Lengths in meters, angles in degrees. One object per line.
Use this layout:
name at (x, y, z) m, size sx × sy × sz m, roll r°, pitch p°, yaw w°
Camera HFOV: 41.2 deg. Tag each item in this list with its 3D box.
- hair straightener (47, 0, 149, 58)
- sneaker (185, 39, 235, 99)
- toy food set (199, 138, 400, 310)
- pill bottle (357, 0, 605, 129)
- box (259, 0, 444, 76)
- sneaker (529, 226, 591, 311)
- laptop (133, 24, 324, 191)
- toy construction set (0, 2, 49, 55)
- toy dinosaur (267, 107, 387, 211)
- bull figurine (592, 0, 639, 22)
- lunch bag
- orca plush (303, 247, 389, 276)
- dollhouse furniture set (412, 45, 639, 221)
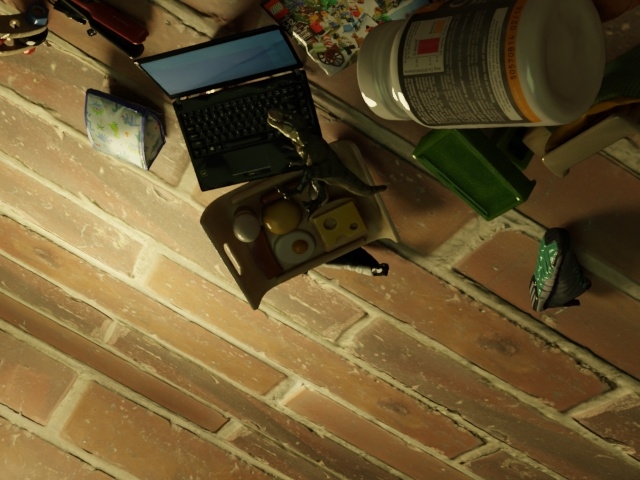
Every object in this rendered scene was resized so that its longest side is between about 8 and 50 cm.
hair straightener at (-0.406, -0.380, 1.463) m, size 0.230 × 0.047 × 0.089 m, roll 28°, pitch 146°, yaw -4°
sneaker at (-0.173, -0.271, 1.454) m, size 0.084 × 0.069 × 0.185 m, roll 16°, pitch 149°, yaw -18°
toy food set at (-0.032, -0.021, 1.528) m, size 0.306 × 0.092 × 0.219 m, roll -25°, pitch 119°, yaw 6°
pill bottle at (0.187, -0.217, 1.042) m, size 0.278 × 0.162 × 0.162 m, roll 7°, pitch 144°, yaw 47°
box at (0.042, -0.345, 1.220) m, size 0.159 × 0.044 × 0.233 m, roll 41°, pitch 143°, yaw -23°
sneaker at (0.433, 0.048, 1.493) m, size 0.098 × 0.083 × 0.223 m, roll 0°, pitch 148°, yaw 2°
laptop at (-0.133, -0.202, 1.367) m, size 0.234 × 0.136 × 0.264 m, roll -12°, pitch 112°, yaw 9°
toy construction set at (-0.660, -0.362, 1.482) m, size 0.309 × 0.237 × 0.257 m, roll -9°, pitch 133°, yaw 41°
toy dinosaur at (-0.005, -0.108, 1.412) m, size 0.268 × 0.118 × 0.064 m, roll 35°, pitch -170°, yaw -37°
bull figurine at (0.242, -0.363, 1.017) m, size 0.310 × 0.101 × 0.188 m, roll 42°, pitch 151°, yaw -13°
lunch bag at (-0.373, -0.222, 1.614) m, size 0.129 × 0.096 × 0.151 m, roll 20°, pitch 156°, yaw 9°
orca plush at (0.000, 0.000, 1.671) m, size 0.287 × 0.151 × 0.102 m, roll 18°, pitch 115°, yaw 17°
dollhouse furniture set at (0.300, -0.186, 1.143) m, size 0.151 × 0.197 × 0.301 m, roll 43°, pitch 144°, yaw -10°
